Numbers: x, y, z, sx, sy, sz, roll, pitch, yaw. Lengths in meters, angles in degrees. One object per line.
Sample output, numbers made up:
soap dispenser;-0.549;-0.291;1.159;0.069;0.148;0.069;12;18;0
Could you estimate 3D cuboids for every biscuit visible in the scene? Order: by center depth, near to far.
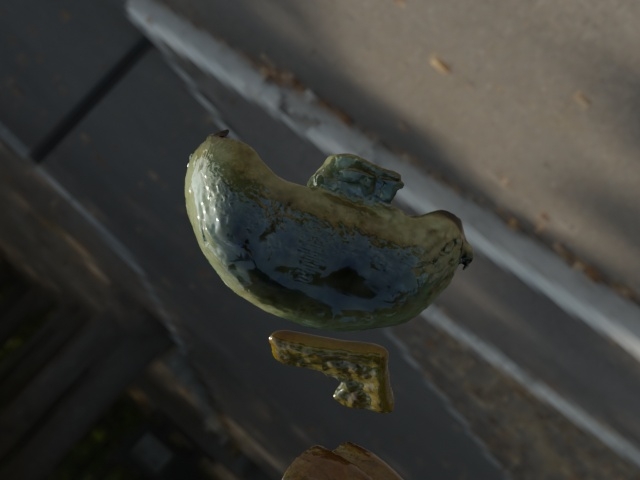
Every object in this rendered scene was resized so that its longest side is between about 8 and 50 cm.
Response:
biscuit;0.023;0.193;2.320;0.174;0.039;0.183;5;147;15

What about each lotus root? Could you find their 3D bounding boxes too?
lotus root;0.059;0.373;2.142;0.180;0.188;0.199;9;133;41

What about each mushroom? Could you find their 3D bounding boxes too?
mushroom;-0.001;0.001;1.853;0.344;0.130;0.247;25;134;-16
